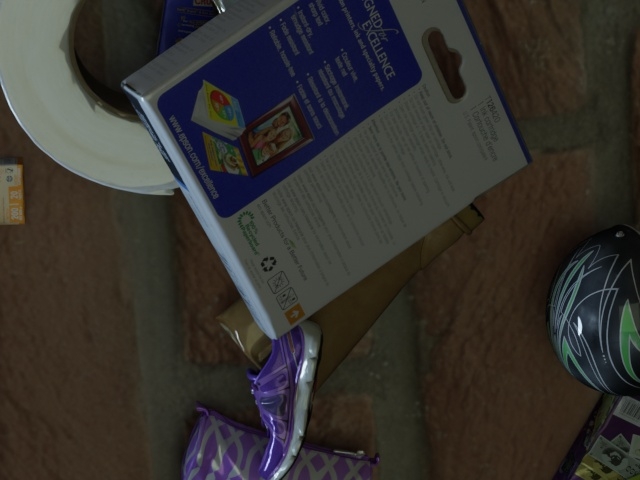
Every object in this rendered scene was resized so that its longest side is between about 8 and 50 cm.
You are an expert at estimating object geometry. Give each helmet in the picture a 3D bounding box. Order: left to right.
[{"bbox_3d":[0.308,0.073,1.971,0.161,0.169,0.169,18,103,-30],"label":"helmet"}]

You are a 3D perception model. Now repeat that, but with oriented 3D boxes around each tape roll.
[{"bbox_3d":[-0.162,-0.191,1.813,0.286,0.100,0.286,-2,106,-9],"label":"tape roll"}]

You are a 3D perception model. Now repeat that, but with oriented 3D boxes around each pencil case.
[{"bbox_3d":[-0.042,0.235,2.001,0.206,0.086,0.088,16,107,-12],"label":"pencil case"}]

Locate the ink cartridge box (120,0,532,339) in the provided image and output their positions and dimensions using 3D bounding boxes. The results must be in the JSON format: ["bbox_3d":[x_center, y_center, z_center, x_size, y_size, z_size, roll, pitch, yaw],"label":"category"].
[{"bbox_3d":[0.012,-0.108,1.794,0.307,0.072,0.303,-36,125,-12],"label":"ink cartridge box"}]

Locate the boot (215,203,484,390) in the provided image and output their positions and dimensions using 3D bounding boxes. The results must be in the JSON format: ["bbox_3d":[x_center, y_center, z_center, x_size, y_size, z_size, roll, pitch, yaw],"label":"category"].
[{"bbox_3d":[0.000,0.000,1.942,0.269,0.089,0.236,-43,107,6],"label":"boot"}]

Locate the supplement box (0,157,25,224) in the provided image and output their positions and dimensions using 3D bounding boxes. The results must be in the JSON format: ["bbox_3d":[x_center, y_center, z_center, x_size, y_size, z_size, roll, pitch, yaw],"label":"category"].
[{"bbox_3d":[-0.339,-0.047,1.902,0.098,0.036,0.062,-2,105,-8],"label":"supplement box"}]

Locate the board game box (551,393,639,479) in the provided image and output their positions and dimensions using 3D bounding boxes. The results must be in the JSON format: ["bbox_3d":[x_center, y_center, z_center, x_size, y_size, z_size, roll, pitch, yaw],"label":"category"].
[{"bbox_3d":[0.415,0.310,2.115,0.347,0.056,0.208,27,96,-15],"label":"board game box"}]

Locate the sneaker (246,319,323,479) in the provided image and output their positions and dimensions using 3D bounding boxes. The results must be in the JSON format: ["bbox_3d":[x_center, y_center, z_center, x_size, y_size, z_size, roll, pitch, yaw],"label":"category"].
[{"bbox_3d":[-0.042,0.157,1.931,0.071,0.068,0.170,10,99,4],"label":"sneaker"}]

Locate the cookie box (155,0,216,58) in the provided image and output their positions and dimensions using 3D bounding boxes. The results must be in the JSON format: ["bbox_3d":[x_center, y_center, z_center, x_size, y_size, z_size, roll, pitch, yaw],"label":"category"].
[{"bbox_3d":[-0.112,-0.194,1.894,0.092,0.040,0.107,7,105,-11],"label":"cookie box"}]
